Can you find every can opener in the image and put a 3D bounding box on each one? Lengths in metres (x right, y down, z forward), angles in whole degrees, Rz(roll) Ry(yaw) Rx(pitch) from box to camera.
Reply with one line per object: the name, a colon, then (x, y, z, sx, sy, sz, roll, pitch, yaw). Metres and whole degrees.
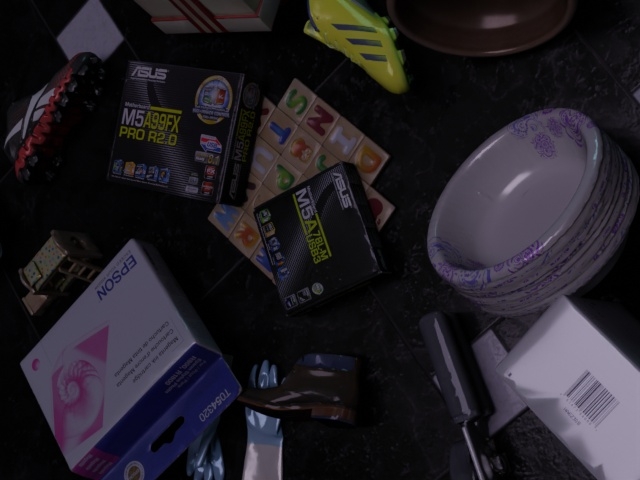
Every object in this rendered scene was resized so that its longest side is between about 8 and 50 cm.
can opener: (0.192, 0.244, 1.721, 0.095, 0.076, 0.283, -28, 71, 27)

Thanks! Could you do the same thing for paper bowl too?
paper bowl: (0.292, -0.025, 1.596, 0.284, 0.148, 0.284, -37, 31, 27)

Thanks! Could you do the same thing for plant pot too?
plant pot: (0.228, -0.417, 1.679, 0.263, 0.263, 0.229, -10, 62, 32)

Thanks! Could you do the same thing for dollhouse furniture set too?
dollhouse furniture set: (-0.461, 0.102, 2.133, 0.182, 0.101, 0.161, -47, 64, 20)

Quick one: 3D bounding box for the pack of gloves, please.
pack of gloves: (-0.146, 0.303, 1.950, 0.195, 0.046, 0.232, 2, 87, 33)

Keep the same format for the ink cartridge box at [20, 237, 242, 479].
ink cartridge box: (-0.322, 0.222, 1.977, 0.324, 0.071, 0.330, -46, 56, 16)

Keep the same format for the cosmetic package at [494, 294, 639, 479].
cosmetic package: (0.379, 0.193, 1.518, 0.138, 0.225, 0.224, -51, 63, 16)

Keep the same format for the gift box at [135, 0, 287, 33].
gift box: (-0.168, -0.489, 1.914, 0.255, 0.258, 0.276, 11, 72, 35)

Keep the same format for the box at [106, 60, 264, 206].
box: (-0.232, -0.183, 2.028, 0.270, 0.060, 0.216, 13, 93, 36)

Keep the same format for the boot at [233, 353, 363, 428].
boot: (-0.029, 0.226, 1.871, 0.219, 0.082, 0.106, 5, 69, 29)

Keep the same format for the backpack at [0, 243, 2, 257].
backpack: (-0.681, -0.013, 2.245, 0.144, 0.166, 0.188, -34, 71, 36)

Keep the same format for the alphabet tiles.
alphabet tiles: (-0.041, -0.082, 1.935, 0.342, 0.011, 0.285, 42, 108, 28)

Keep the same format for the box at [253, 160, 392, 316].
box: (0.000, 0.000, 1.869, 0.184, 0.045, 0.190, -26, 73, 31)

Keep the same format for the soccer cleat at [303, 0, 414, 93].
soccer cleat: (0.044, -0.318, 1.836, 0.121, 0.093, 0.289, -29, 62, -2)

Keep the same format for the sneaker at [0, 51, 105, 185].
sneaker: (-0.496, -0.240, 2.186, 0.135, 0.098, 0.276, 43, 110, 25)
